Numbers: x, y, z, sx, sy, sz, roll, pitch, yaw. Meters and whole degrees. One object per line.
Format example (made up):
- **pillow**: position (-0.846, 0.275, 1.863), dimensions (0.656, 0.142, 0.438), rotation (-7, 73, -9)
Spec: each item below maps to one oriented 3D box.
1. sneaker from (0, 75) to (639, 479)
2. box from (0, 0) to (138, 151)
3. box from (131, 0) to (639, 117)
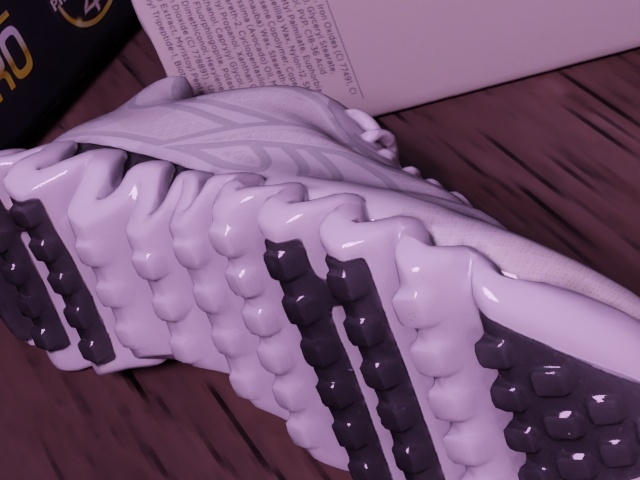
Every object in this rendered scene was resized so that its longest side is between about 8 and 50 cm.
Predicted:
- **sneaker**: position (0.000, 0.000, 0.491), dimensions (0.292, 0.110, 0.118), rotation (18, 44, 40)
- **box**: position (-0.270, -0.094, 0.741), dimensions (0.318, 0.097, 0.395), rotation (6, 45, 35)
- **box**: position (0.063, -0.131, 0.604), dimensions (0.275, 0.113, 0.094), rotation (-13, 37, 11)
